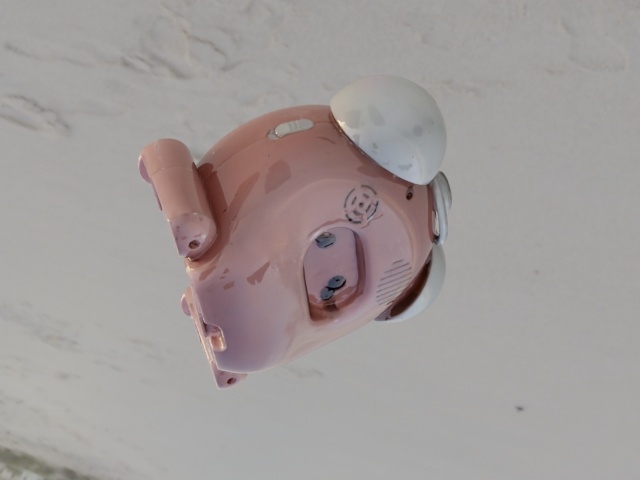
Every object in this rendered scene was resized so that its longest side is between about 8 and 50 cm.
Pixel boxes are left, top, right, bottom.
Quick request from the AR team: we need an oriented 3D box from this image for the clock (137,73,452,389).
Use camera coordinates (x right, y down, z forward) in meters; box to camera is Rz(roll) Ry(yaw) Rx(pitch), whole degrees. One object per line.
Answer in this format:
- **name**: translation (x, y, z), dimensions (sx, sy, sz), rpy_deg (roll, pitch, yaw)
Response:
- **clock**: translation (0.000, 0.000, 0.493), dimensions (0.166, 0.162, 0.093), rpy_deg (82, 164, -45)
